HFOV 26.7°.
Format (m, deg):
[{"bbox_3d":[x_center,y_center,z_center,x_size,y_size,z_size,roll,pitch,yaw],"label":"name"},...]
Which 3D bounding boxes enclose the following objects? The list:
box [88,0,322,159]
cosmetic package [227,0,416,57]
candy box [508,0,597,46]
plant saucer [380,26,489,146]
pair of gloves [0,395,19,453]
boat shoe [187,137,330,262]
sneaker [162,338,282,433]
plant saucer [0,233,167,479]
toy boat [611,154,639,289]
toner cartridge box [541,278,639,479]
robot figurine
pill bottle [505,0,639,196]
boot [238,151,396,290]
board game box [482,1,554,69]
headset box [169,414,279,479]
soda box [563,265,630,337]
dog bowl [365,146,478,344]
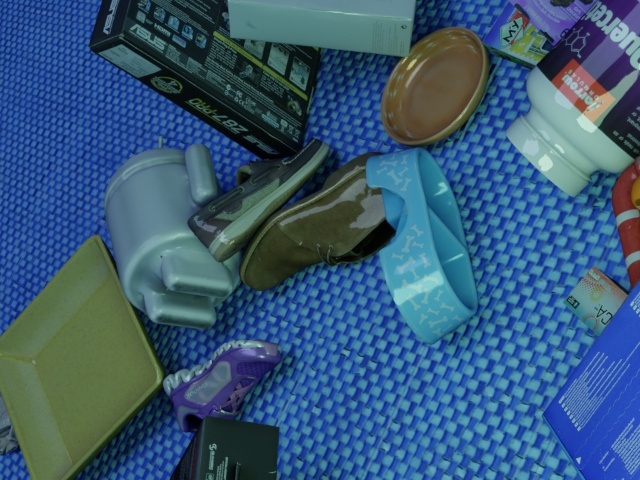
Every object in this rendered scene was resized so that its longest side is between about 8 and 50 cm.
[{"bbox_3d":[-0.163,-0.357,2.190,0.097,0.395,0.318,-10,60,45],"label":"box"},{"bbox_3d":[0.024,-0.473,2.150,0.284,0.097,0.377,8,57,3],"label":"cosmetic package"},{"bbox_3d":[0.367,-0.347,1.802,0.196,0.070,0.165,-48,40,14],"label":"candy box"},{"bbox_3d":[0.177,-0.226,2.029,0.200,0.037,0.200,-27,48,35],"label":"plant saucer"},{"bbox_3d":[-0.522,0.273,2.452,0.240,0.042,0.204,-24,51,37],"label":"pair of gloves"},{"bbox_3d":[-0.092,-0.083,2.089,0.285,0.092,0.103,-45,-2,-31],"label":"boat shoe"},{"bbox_3d":[-0.143,0.227,2.046,0.236,0.095,0.104,-32,52,36],"label":"sneaker"},{"bbox_3d":[-0.396,0.216,2.277,0.333,0.081,0.333,-45,53,21],"label":"plant saucer"},{"bbox_3d":[0.405,-0.028,1.556,0.151,0.151,0.231,-24,50,24],"label":"toy boat"},{"bbox_3d":[0.383,0.124,1.428,0.348,0.075,0.165,-60,37,29],"label":"toner cartridge box"},{"bbox_3d":[-0.244,-0.013,2.212,0.300,0.200,0.353,-56,36,31],"label":"robot figurine"},{"bbox_3d":[0.385,-0.211,1.681,0.323,0.181,0.181,-47,40,14],"label":"pill bottle"},{"bbox_3d":[0.000,0.000,2.028,0.305,0.112,0.115,-38,56,23],"label":"boot"},{"bbox_3d":[0.387,-0.373,1.891,0.317,0.046,0.213,-57,40,2],"label":"board game box"},{"bbox_3d":[-0.138,0.380,1.812,0.293,0.110,0.218,121,157,-58],"label":"headset box"},{"bbox_3d":[0.369,0.108,1.591,0.063,0.058,0.183,-52,39,10],"label":"soda box"},{"bbox_3d":[0.142,-0.003,1.833,0.074,0.166,0.297,-24,49,20],"label":"dog bowl"}]
